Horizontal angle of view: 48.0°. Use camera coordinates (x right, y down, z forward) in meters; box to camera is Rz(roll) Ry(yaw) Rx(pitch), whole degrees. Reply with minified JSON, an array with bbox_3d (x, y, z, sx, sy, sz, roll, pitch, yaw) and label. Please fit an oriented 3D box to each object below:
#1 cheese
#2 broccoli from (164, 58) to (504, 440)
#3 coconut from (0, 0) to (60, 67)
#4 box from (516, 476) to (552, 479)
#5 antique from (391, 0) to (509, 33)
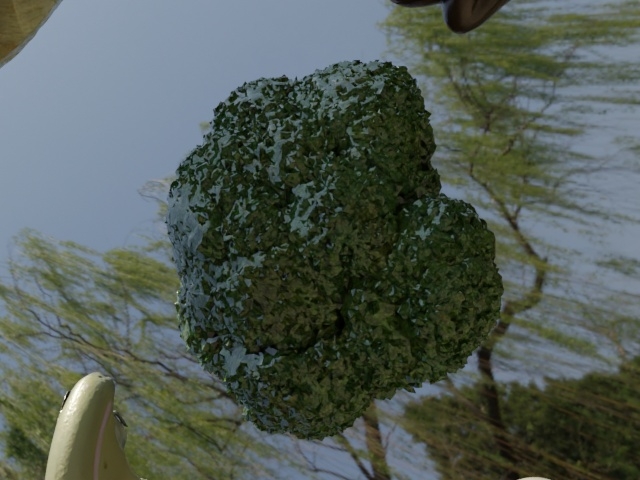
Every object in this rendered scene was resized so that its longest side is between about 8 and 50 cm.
[{"bbox_3d":[-0.195,0.234,0.581,0.235,0.049,0.127,-86,-18,-54],"label":"cheese"},{"bbox_3d":[-0.004,0.008,0.709,0.321,0.413,0.310,-38,-50,-9],"label":"broccoli"},{"bbox_3d":[-0.443,-0.334,0.754,0.346,0.360,0.347,-3,-63,-5],"label":"coconut"},{"bbox_3d":[0.187,0.449,0.837,0.349,0.141,0.289,-32,-24,-58],"label":"box"},{"bbox_3d":[0.162,-0.293,0.628,0.256,0.121,0.143,-30,-47,8],"label":"antique"}]
